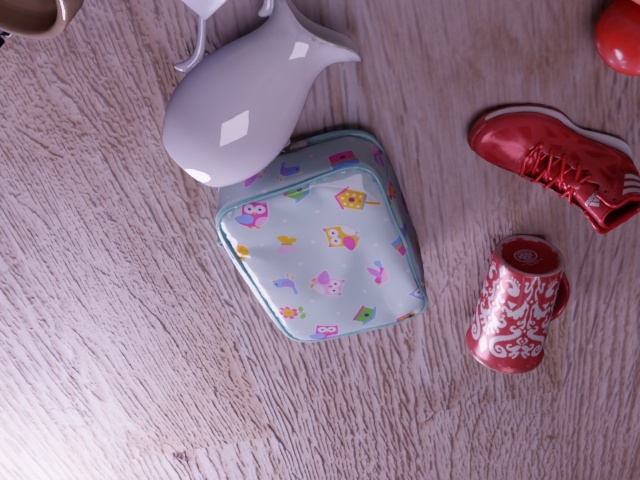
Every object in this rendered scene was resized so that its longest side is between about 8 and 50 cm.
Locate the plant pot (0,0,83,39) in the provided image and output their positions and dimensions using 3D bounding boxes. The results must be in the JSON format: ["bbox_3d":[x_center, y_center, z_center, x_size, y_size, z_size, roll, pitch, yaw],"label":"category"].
[{"bbox_3d":[-0.265,-0.275,0.564,0.237,0.110,0.237,27,161,10],"label":"plant pot"}]

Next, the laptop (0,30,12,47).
[{"bbox_3d":[-0.362,-0.250,0.655,0.264,0.137,0.234,-31,128,23],"label":"laptop"}]

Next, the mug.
[{"bbox_3d":[0.279,0.076,1.049,0.113,0.150,0.169,23,132,24],"label":"mug"}]

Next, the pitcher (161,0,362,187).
[{"bbox_3d":[-0.088,-0.173,0.776,0.177,0.125,0.207,42,108,-11],"label":"pitcher"}]

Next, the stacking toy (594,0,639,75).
[{"bbox_3d":[0.347,-0.300,0.694,0.141,0.141,0.330,0,138,-5],"label":"stacking toy"}]

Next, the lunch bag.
[{"bbox_3d":[0.000,0.000,0.932,0.223,0.108,0.279,-15,130,15],"label":"lunch bag"}]

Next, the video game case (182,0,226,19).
[{"bbox_3d":[-0.135,-0.311,0.559,0.269,0.061,0.244,36,158,-22],"label":"video game case"}]

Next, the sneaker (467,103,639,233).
[{"bbox_3d":[0.285,-0.082,0.871,0.221,0.128,0.087,8,131,-12],"label":"sneaker"}]
